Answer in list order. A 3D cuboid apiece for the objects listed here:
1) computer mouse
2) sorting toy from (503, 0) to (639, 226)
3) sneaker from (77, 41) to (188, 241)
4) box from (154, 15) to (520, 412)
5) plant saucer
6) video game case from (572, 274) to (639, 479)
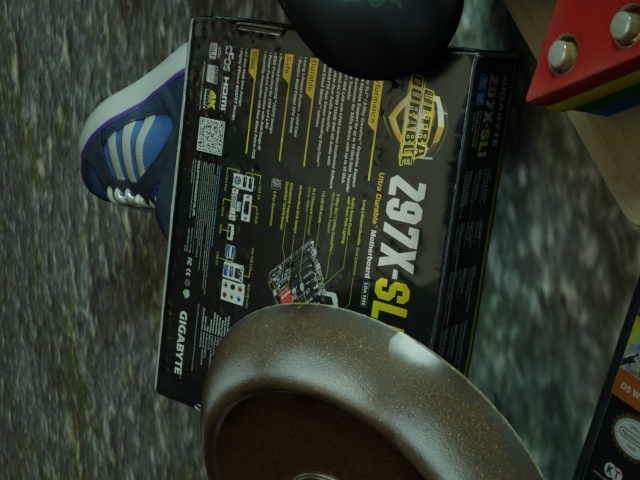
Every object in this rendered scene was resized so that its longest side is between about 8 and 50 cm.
[{"bbox_3d":[-0.015,-0.223,0.686,0.188,0.072,0.272,-40,78,8],"label":"computer mouse"},{"bbox_3d":[0.180,-0.185,0.567,0.255,0.089,0.257,-56,40,40],"label":"sorting toy"},{"bbox_3d":[-0.142,-0.035,1.037,0.323,0.130,0.236,-31,61,46],"label":"sneaker"},{"bbox_3d":[0.000,0.000,0.807,0.257,0.079,0.322,14,103,32],"label":"box"},{"bbox_3d":[0.023,0.191,0.745,0.310,0.050,0.310,22,129,30],"label":"plant saucer"},{"bbox_3d":[0.258,0.122,0.536,0.275,0.035,0.248,37,120,51],"label":"video game case"}]
